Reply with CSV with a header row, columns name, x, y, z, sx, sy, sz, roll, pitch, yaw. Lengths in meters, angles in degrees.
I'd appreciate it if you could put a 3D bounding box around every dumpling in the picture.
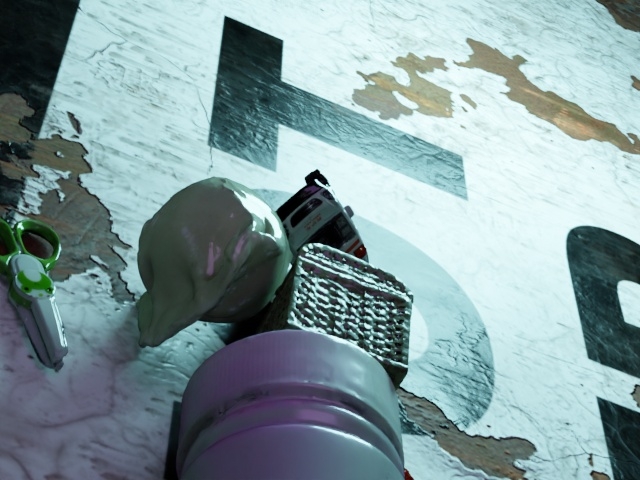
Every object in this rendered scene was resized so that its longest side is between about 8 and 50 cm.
name,x,y,z,sx,sy,sz,roll,pitch,yaw
dumpling,-0.121,0.031,1.430,0.147,0.193,0.258,46,-11,-13

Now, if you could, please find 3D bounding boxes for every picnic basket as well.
name,x,y,z,sx,sy,sz,roll,pitch,yaw
picnic basket,-0.007,0.124,1.404,0.134,0.196,0.154,21,35,-11

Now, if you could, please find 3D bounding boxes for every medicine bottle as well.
name,x,y,z,sx,sy,sz,roll,pitch,yaw
medicine bottle,-0.025,0.258,1.199,0.212,0.212,0.325,19,35,-17

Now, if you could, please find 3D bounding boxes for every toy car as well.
name,x,y,z,sx,sy,sz,roll,pitch,yaw
toy car,0.000,0.000,1.582,0.108,0.089,0.210,51,-5,11

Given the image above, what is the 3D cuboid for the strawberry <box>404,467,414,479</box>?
name,x,y,z,sx,sy,sz,roll,pitch,yaw
strawberry,0.059,0.254,1.383,0.083,0.083,0.096,16,4,-21

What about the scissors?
name,x,y,z,sx,sy,sz,roll,pitch,yaw
scissors,-0.293,0.049,1.426,0.101,0.027,0.204,4,40,-33
